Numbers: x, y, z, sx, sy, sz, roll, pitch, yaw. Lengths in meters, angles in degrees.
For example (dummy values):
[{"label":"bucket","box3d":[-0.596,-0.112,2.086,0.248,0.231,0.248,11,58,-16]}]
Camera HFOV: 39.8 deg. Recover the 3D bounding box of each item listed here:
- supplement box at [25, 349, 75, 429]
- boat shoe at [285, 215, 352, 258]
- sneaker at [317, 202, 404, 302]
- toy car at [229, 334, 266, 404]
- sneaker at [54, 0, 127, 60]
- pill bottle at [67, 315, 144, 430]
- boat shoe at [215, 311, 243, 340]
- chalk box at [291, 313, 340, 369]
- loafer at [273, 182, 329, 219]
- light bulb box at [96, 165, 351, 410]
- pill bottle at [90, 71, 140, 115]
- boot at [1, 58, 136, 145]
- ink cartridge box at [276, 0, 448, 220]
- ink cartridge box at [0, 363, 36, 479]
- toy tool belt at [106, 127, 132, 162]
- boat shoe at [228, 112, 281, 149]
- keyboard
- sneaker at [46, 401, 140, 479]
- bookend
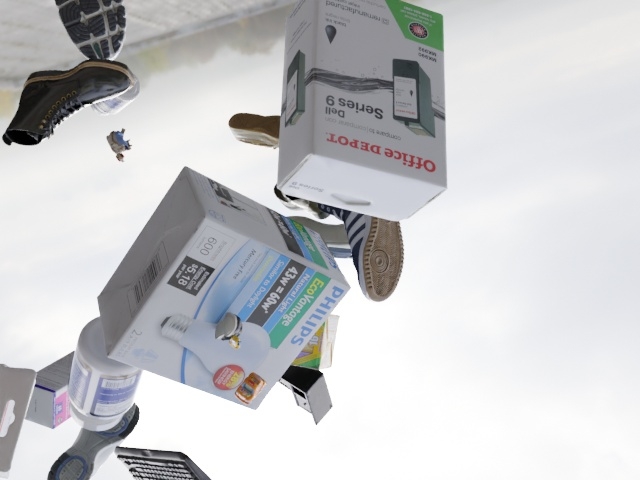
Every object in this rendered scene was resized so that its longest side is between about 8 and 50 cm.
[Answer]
[{"label":"supplement box","box3d":[-0.682,0.393,2.351,0.114,0.111,0.220,13,-159,19]},{"label":"boat shoe","box3d":[0.000,0.000,2.009,0.254,0.079,0.095,2,-132,-7]},{"label":"sneaker","box3d":[0.073,-0.019,1.702,0.099,0.282,0.153,4,171,-38]},{"label":"toy car","box3d":[-0.142,0.224,1.552,0.060,0.122,0.040,-28,160,-25]},{"label":"sneaker","box3d":[-0.394,-0.402,1.466,0.107,0.275,0.110,-21,161,-17]},{"label":"pill bottle","box3d":[-0.466,0.294,1.920,0.153,0.153,0.265,-25,153,-41]},{"label":"boat shoe","box3d":[-0.163,0.163,1.643,0.038,0.046,0.125,9,158,-19]},{"label":"chalk box","box3d":[-0.078,0.219,2.073,0.213,0.132,0.132,9,177,15]},{"label":"loafer","box3d":[-0.045,-0.121,2.081,0.094,0.087,0.251,-52,-150,-10]},{"label":"light bulb box","box3d":[-0.199,0.104,1.793,0.358,0.361,0.225,-54,-148,16]},{"label":"pill bottle","box3d":[-0.417,-0.294,1.782,0.067,0.067,0.120,-25,-177,-40]},{"label":"boot","box3d":[-0.393,-0.207,1.388,0.198,0.077,0.137,-8,-132,23]},{"label":"ink cartridge box","box3d":[0.061,-0.195,1.235,0.211,0.289,0.121,11,155,-22]},{"label":"ink cartridge box","box3d":[-0.692,0.342,1.705,0.353,0.207,0.119,2,157,18]},{"label":"toy tool belt","box3d":[-0.477,-0.231,2.119,0.051,0.083,0.052,-35,147,5]},{"label":"boat shoe","box3d":[-0.100,-0.213,1.772,0.170,0.059,0.063,14,-122,16]},{"label":"keyboard","box3d":[-0.206,0.324,1.205,0.180,0.108,0.023,-10,-144,48]},{"label":"sneaker","box3d":[-0.535,0.484,2.062,0.297,0.111,0.129,-49,176,-39]},{"label":"bookend","box3d":[-0.059,0.367,2.243,0.157,0.156,0.072,28,-121,31]}]
